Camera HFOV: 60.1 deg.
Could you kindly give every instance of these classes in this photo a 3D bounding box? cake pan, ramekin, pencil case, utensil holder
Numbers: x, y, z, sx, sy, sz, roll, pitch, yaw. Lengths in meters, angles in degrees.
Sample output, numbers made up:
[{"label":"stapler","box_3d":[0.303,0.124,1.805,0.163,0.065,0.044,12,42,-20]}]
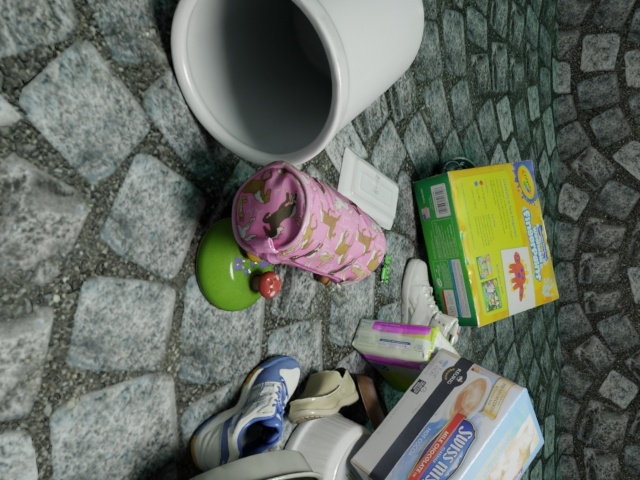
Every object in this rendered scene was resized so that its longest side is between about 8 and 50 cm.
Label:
[{"label":"cake pan","box_3d":[-0.140,0.432,0.934,0.293,0.293,0.054,25,34,-50]},{"label":"ramekin","box_3d":[0.035,0.530,1.253,0.273,0.127,0.272,-1,91,-54]},{"label":"pencil case","box_3d":[-0.008,-0.016,1.037,0.167,0.160,0.386,58,15,25]},{"label":"utensil holder","box_3d":[-0.019,-0.359,1.016,0.385,0.328,0.327,-46,126,-45]}]

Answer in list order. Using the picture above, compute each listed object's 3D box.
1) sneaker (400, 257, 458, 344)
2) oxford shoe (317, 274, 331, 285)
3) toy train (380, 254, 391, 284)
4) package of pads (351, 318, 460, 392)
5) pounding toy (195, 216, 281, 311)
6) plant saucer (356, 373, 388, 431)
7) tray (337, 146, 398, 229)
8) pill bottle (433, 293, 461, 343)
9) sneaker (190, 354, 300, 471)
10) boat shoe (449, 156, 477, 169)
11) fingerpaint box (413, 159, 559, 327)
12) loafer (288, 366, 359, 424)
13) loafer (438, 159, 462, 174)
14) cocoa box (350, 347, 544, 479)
[{"label":"sneaker","box_3d":[0.324,0.197,1.595,0.108,0.169,0.292,13,79,-50]},{"label":"oxford shoe","box_3d":[0.000,0.000,1.266,0.076,0.076,0.212,-2,95,-23]},{"label":"toy train","box_3d":[0.178,0.079,1.526,0.024,0.017,0.083,18,76,-41]},{"label":"package of pads","box_3d":[0.253,0.317,1.452,0.296,0.229,0.101,50,53,-42]},{"label":"pounding toy","box_3d":[-0.119,0.026,1.058,0.183,0.110,0.236,54,51,-38]},{"label":"plant saucer","box_3d":[0.142,0.420,1.372,0.198,0.036,0.198,-23,90,-86]},{"label":"tray","box_3d":[0.137,-0.131,1.459,0.270,0.030,0.145,24,70,-50]},{"label":"pill bottle","box_3d":[0.402,0.221,1.745,0.108,0.108,0.193,51,52,-40]},{"label":"sneaker","box_3d":[-0.105,0.338,1.065,0.296,0.131,0.111,-44,122,-45]},{"label":"boat shoe","box_3d":[0.493,-0.185,1.877,0.254,0.095,0.079,53,39,-50]},{"label":"fingerpaint box","box_3d":[0.505,0.002,1.679,0.371,0.163,0.444,-12,91,-31]},{"label":"loafer","box_3d":[0.001,0.341,1.233,0.269,0.102,0.091,12,60,-67]},{"label":"loafer","box_3d":[0.417,-0.107,1.797,0.109,0.095,0.302,-11,96,-22]},{"label":"cocoa box","box_3d":[0.287,0.464,1.215,0.347,0.228,0.231,-44,127,-21]}]
